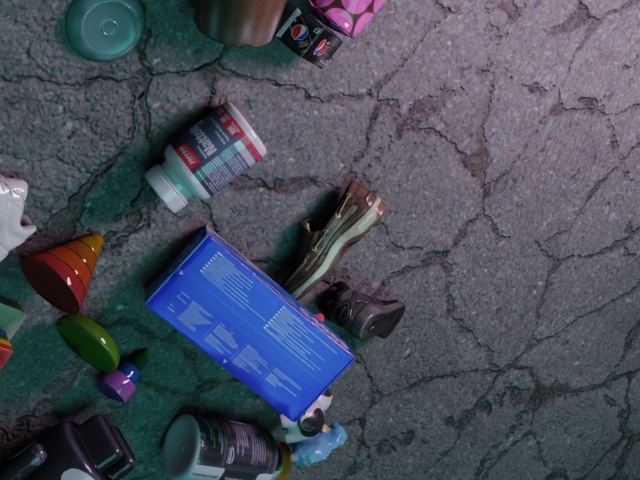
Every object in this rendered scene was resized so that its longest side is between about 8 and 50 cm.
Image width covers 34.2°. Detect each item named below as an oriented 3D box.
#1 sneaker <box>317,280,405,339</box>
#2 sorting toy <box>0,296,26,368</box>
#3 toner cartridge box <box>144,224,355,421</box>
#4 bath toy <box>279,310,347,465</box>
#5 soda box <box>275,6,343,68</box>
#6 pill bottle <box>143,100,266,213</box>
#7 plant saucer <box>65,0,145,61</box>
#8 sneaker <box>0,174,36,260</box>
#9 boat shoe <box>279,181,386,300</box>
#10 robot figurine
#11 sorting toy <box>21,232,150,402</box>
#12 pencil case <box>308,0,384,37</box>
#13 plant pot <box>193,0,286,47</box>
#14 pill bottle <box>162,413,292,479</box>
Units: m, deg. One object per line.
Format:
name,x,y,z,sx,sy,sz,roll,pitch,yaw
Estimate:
sneaker,0.081,0.131,2.019,0.227,0.130,0.087,1,119,-63
sorting toy,-0.630,0.183,1.627,0.255,0.089,0.257,29,104,-40
toner cartridge box,-0.121,0.147,1.816,0.348,0.075,0.165,42,95,-16
bath toy,-0.034,0.260,1.997,0.129,0.151,0.348,-14,119,-3
soda box,-0.015,-0.311,1.608,0.060,0.053,0.169,-51,174,9
pill bottle,-0.186,-0.128,1.661,0.180,0.108,0.108,-38,132,-3
plant saucer,-0.311,-0.313,1.520,0.119,0.021,0.119,-15,126,-21
sneaker,-0.498,-0.074,1.542,0.115,0.090,0.232,-34,141,-14
boat shoe,0.000,-0.002,1.885,0.095,0.095,0.257,43,98,-8
robot figurine,-0.469,0.429,1.838,0.278,0.173,0.209,-36,108,-4
sorting toy,-0.367,0.121,1.753,0.126,0.127,0.365,-51,142,-31
pencil case,0.077,-0.420,1.632,0.098,0.095,0.209,37,96,-25
plant pot,-0.112,-0.381,1.508,0.167,0.167,0.165,-6,131,-27
pill bottle,-0.173,0.418,2.025,0.245,0.130,0.130,19,110,-37
